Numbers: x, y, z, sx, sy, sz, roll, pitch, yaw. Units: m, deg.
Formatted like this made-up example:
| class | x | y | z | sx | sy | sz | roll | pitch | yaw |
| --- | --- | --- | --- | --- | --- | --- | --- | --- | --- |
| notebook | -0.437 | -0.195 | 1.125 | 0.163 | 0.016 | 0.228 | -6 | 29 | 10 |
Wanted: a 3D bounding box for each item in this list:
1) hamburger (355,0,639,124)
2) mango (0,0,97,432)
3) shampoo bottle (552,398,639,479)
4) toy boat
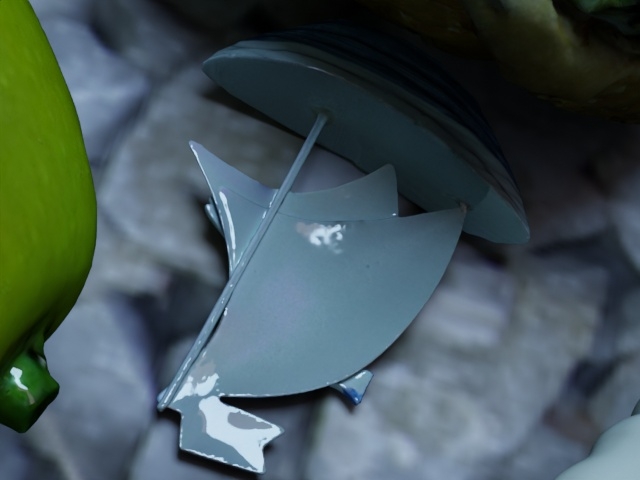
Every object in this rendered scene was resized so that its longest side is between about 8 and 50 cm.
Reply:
| class | x | y | z | sx | sy | sz | roll | pitch | yaw |
| --- | --- | --- | --- | --- | --- | --- | --- | --- | --- |
| hamburger | 0.033 | -0.113 | 0.548 | 0.130 | 0.183 | 0.206 | -41 | 81 | 10 |
| mango | -0.194 | -0.074 | 0.452 | 0.192 | 0.156 | 0.343 | -24 | 66 | -37 |
| shampoo bottle | 0.127 | 0.060 | 0.537 | 0.077 | 0.045 | 0.152 | 41 | 56 | 10 |
| toy boat | 0.011 | -0.002 | 0.543 | 0.105 | 0.034 | 0.149 | 9 | 58 | -10 |
